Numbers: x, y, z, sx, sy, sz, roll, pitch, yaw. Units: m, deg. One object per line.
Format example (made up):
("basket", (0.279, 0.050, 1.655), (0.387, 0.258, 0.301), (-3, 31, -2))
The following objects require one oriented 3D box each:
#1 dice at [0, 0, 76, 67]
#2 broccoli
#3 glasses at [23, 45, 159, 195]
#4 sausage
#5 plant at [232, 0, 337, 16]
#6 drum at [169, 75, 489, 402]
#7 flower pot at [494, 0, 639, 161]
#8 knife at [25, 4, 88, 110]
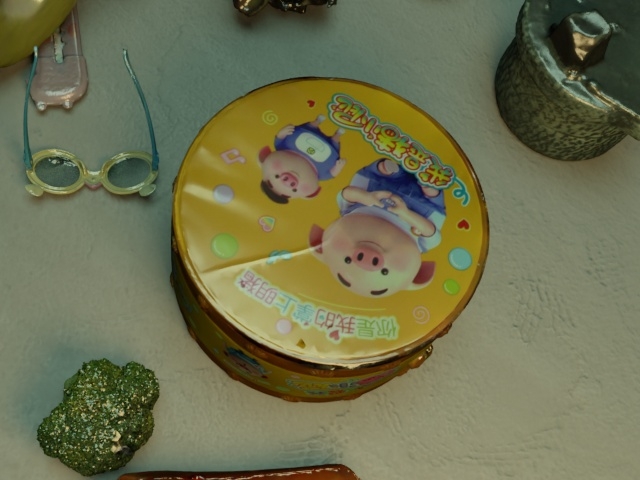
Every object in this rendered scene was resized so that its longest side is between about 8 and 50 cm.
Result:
("dice", (-0.495, -0.404, 1.326), (0.233, 0.238, 0.227), (38, 79, 13))
("broccoli", (-0.275, 0.221, 1.195), (0.162, 0.146, 0.138), (-44, 48, -8))
("glasses", (-0.323, -0.174, 1.319), (0.189, 0.221, 0.088), (0, 29, -9))
("sausage", (-0.107, 0.338, 1.189), (0.330, 0.102, 0.102), (0, 68, -11))
("plant", (-0.053, -0.456, 1.475), (0.178, 0.204, 0.234), (10, 56, 4))
("drum", (0.000, 0.000, 1.284), (0.431, 0.214, 0.431), (3, 67, -8))
("flower pot", (0.433, -0.270, 1.431), (0.299, 0.283, 0.299), (4, 66, -9))
("knife", (-0.414, -0.380, 1.461), (0.132, 0.038, 0.399), (-7, 70, -10))
